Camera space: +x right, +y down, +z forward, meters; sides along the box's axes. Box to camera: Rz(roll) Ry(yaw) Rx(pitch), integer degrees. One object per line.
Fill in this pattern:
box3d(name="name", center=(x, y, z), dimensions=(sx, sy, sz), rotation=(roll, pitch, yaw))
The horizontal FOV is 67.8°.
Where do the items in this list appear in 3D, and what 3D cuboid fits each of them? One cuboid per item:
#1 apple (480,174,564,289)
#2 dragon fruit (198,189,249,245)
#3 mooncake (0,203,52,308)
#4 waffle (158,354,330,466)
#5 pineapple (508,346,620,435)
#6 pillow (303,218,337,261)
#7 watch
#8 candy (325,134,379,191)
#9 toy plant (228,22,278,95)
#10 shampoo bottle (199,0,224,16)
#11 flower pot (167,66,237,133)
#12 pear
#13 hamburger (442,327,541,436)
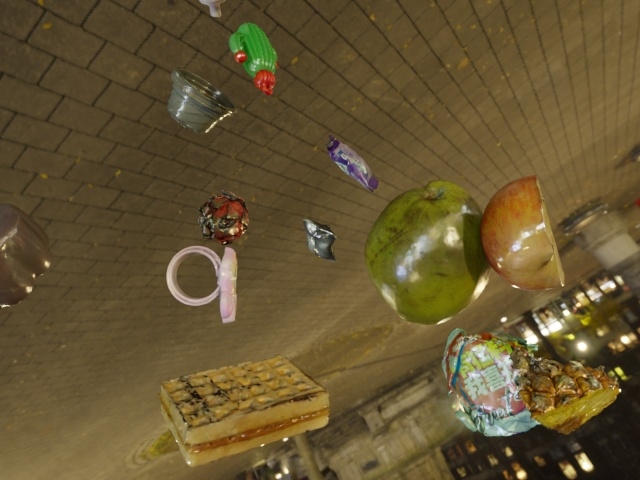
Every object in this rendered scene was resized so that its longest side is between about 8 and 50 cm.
box3d(name="apple", center=(0.485, -0.011, 1.175), dimensions=(0.163, 0.251, 0.293), rotation=(-14, 141, 26))
box3d(name="dragon fruit", center=(-0.322, -0.070, 1.574), dimensions=(0.189, 0.182, 0.182), rotation=(-38, 169, -40))
box3d(name="mooncake", center=(-0.778, 0.047, 1.103), dimensions=(0.306, 0.306, 0.154), rotation=(-29, 135, -1))
box3d(name="waffle", center=(-0.196, 0.412, 1.216), dimensions=(0.376, 0.261, 0.114), rotation=(-4, 106, -31))
box3d(name="pineapple", center=(0.455, 0.254, 0.894), dimensions=(0.250, 0.164, 0.140), rotation=(29, 117, -35))
box3d(name="pillow", center=(-0.001, 0.002, 1.200), dimensions=(0.091, 0.055, 0.135), rotation=(8, 146, 3))
box3d(name="watch", center=(-0.386, 0.142, 1.572), dimensions=(0.218, 0.248, 0.211), rotation=(2, 175, -7))
box3d(name="candy", center=(0.122, -0.300, 1.856), dimensions=(0.070, 0.275, 0.145), rotation=(-42, -171, 30))
box3d(name="toy plant", center=(-0.179, -0.495, 1.280), dimensions=(0.088, 0.240, 0.155), rotation=(-33, 125, 31))
box3d(name="shampoo bottle", center=(-0.304, -0.745, 1.256), dimensions=(0.092, 0.092, 0.303), rotation=(-23, 141, -17))
box3d(name="flower pot", center=(-0.398, -0.435, 1.534), dimensions=(0.140, 0.235, 0.235), rotation=(-53, 153, 15))
box3d(name="pear", center=(0.305, 0.045, 1.335), dimensions=(0.352, 0.352, 0.413), rotation=(-18, 117, -28))
box3d(name="hamburger", center=(0.457, 0.362, 1.250), dimensions=(0.261, 0.276, 0.150), rotation=(-11, 175, 35))
